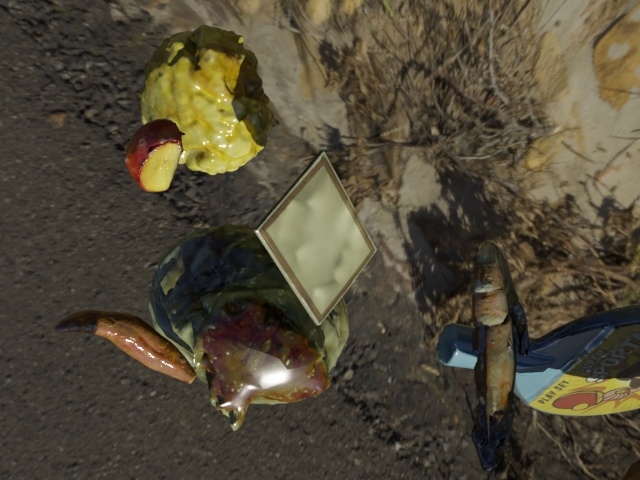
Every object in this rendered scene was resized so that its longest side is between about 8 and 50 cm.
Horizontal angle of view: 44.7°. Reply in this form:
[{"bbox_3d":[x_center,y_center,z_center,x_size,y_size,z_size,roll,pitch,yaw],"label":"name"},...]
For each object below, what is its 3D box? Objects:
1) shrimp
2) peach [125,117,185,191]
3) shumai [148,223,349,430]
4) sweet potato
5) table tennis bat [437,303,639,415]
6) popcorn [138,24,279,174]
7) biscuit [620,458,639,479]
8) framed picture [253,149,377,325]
[{"bbox_3d":[0.157,0.102,0.669,0.035,0.148,0.195,-3,69,20],"label":"shrimp"},{"bbox_3d":[-0.173,-0.087,0.804,0.050,0.083,0.077,-4,101,-33],"label":"peach"},{"bbox_3d":[-0.110,0.175,1.356,0.324,0.323,0.397,-41,112,4],"label":"shumai"},{"bbox_3d":[-0.315,0.164,1.293,0.255,0.078,0.058,32,139,-30],"label":"sweet potato"},{"bbox_3d":[0.278,0.124,0.811,0.329,0.044,0.215,8,141,-18],"label":"table tennis bat"},{"bbox_3d":[-0.183,-0.237,1.317,0.249,0.225,0.249,8,105,31],"label":"popcorn"},{"bbox_3d":[0.336,0.338,0.575,0.365,0.385,0.062,28,124,27],"label":"biscuit"},{"bbox_3d":[0.000,0.000,1.199,0.010,0.231,0.173,17,57,41],"label":"framed picture"}]
